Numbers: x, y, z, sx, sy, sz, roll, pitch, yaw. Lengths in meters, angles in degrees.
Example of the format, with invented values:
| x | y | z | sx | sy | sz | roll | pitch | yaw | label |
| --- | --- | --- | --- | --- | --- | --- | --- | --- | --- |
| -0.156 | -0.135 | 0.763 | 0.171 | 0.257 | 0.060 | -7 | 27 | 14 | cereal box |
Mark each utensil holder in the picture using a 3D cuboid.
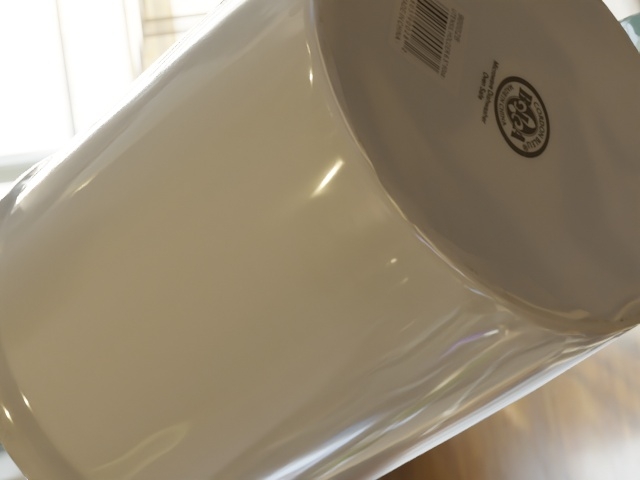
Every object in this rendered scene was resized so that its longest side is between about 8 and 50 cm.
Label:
| x | y | z | sx | sy | sz | roll | pitch | yaw | label |
| --- | --- | --- | --- | --- | --- | --- | --- | --- | --- |
| 0.000 | 0.000 | 1.063 | 0.385 | 0.327 | 0.328 | -35 | 59 | 42 | utensil holder |

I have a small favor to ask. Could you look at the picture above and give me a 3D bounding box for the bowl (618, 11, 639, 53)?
| x | y | z | sx | sy | sz | roll | pitch | yaw | label |
| --- | --- | --- | --- | --- | --- | --- | --- | --- | --- |
| 0.342 | -0.110 | 1.575 | 0.311 | 0.311 | 0.163 | 99 | 168 | -56 | bowl |
